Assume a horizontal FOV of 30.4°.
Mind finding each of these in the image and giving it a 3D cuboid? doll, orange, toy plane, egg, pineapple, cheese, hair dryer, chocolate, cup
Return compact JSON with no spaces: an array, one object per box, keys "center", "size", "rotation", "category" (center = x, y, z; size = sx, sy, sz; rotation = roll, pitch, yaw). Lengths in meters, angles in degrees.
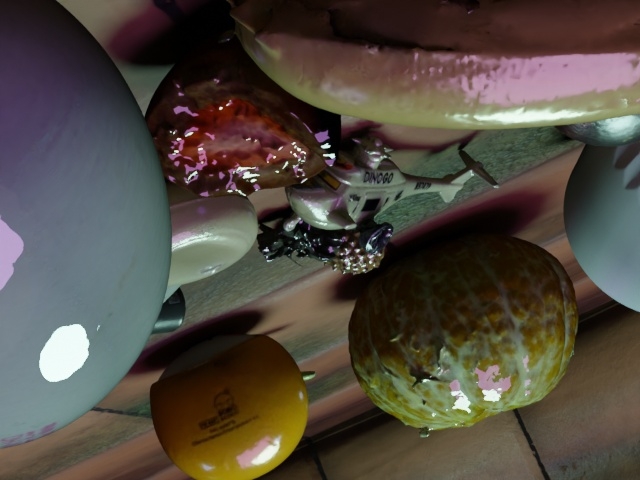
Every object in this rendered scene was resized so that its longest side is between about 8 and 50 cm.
[{"center":[-0.116,0.223,1.609],"size":[0.213,0.213,0.236],"rotation":[-25,178,7],"category":"doll"},{"center":[0.200,0.129,1.635],"size":[0.329,0.249,0.329],"rotation":[-14,162,-5],"category":"orange"},{"center":[0.067,-0.055,1.163],"size":[0.286,0.092,0.108],"rotation":[-1,128,-50],"category":"toy plane"},{"center":[-0.197,-0.011,0.644],"size":[0.230,0.230,0.371],"rotation":[-19,159,-14],"category":"egg"},{"center":[0.000,0.000,1.267],"size":[0.159,0.074,0.074],"rotation":[6,148,-46],"category":"pineapple"},{"center":[0.093,-0.138,0.690],"size":[0.316,0.128,0.259],"rotation":[-4,-166,-22],"category":"cheese"},{"center":[-0.143,-0.011,1.027],"size":[0.137,0.064,0.227],"rotation":[-30,162,17],"category":"cheese"},{"center":[-0.154,0.033,1.198],"size":[0.100,0.057,0.198],"rotation":[-4,147,-50],"category":"hair dryer"},{"center":[-0.054,-0.088,0.800],"size":[0.133,0.124,0.127],"rotation":[-2,-163,5],"category":"chocolate"},{"center":[0.410,-0.079,1.243],"size":[0.253,0.253,0.371],"rotation":[-22,162,-6],"category":"cup"}]

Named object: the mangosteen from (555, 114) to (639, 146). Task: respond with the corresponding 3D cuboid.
[{"center":[0.210,-0.152,0.922],"size":[0.180,0.166,0.166],"rotation":[-2,170,16],"category":"mangosteen"}]
